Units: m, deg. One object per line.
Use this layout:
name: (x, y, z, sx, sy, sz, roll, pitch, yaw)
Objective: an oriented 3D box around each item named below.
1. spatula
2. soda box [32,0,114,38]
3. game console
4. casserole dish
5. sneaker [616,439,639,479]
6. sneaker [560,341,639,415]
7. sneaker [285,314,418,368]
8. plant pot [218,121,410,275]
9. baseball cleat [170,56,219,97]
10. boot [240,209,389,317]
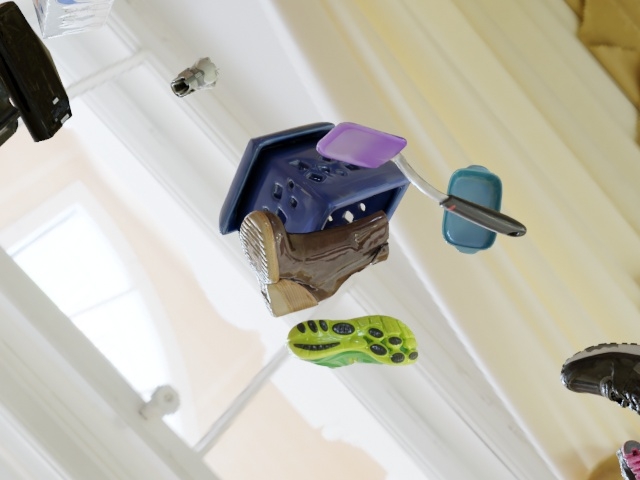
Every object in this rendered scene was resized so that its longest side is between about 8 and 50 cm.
spatula: (0.131, -0.065, 0.959, 0.084, 0.296, 0.030, -34, -145, 54)
soda box: (-0.253, -0.272, 0.815, 0.074, 0.069, 0.216, -16, -175, -21)
game console: (-0.498, -0.226, 1.224, 0.044, 0.213, 0.361, -13, -151, 15)
casserole dish: (0.311, -0.061, 1.645, 0.037, 0.114, 0.188, 82, 17, -79)
sneaker: (0.525, 0.394, 1.324, 0.047, 0.119, 0.057, -5, 156, -15)
sneaker: (0.507, 0.231, 1.222, 0.283, 0.107, 0.124, -8, -130, 31)
sneaker: (0.067, 0.217, 1.710, 0.123, 0.296, 0.109, 132, -38, -68)
plant pot: (-0.024, -0.062, 1.355, 0.236, 0.212, 0.236, -24, 149, -47)
baseball cleat: (-0.275, -0.352, 1.726, 0.109, 0.072, 0.206, -30, -173, -5)
boot: (0.000, 0.000, 1.141, 0.207, 0.090, 0.248, -29, 148, -13)
